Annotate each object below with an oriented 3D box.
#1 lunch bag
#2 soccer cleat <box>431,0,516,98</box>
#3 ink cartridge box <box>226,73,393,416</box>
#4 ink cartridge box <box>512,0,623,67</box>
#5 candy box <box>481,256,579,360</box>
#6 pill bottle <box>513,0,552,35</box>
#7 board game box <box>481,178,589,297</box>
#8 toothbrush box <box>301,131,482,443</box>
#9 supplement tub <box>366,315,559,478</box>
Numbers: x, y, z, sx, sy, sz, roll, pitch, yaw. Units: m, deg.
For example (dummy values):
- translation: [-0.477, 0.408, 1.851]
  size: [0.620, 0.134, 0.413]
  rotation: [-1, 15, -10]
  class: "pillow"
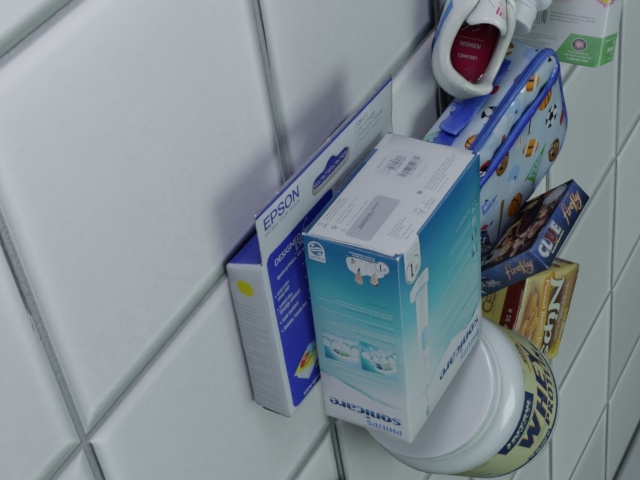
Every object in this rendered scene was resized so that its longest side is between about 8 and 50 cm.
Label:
- translation: [0.244, -0.133, 1.789]
  size: [0.303, 0.115, 0.243]
  rotation: [-54, 151, -21]
  class: "lunch bag"
- translation: [0.225, -0.345, 1.621]
  size: [0.143, 0.116, 0.331]
  rotation: [-118, -145, -72]
  class: "soccer cleat"
- translation: [0.000, 0.000, 1.473]
  size: [0.303, 0.072, 0.307]
  rotation: [-48, 142, -40]
  class: "ink cartridge box"
- translation: [0.388, -0.389, 1.921]
  size: [0.093, 0.154, 0.212]
  rotation: [-28, 127, -56]
  class: "ink cartridge box"
- translation: [0.349, 0.127, 2.143]
  size: [0.316, 0.087, 0.183]
  rotation: [-7, 112, -62]
  class: "candy box"
- translation: [0.291, -0.407, 1.763]
  size: [0.117, 0.117, 0.215]
  rotation: [32, 75, -63]
  class: "pill bottle"
- translation: [0.278, 0.012, 1.860]
  size: [0.042, 0.243, 0.165]
  rotation: [45, 52, -11]
  class: "board game box"
- translation: [0.095, 0.057, 1.473]
  size: [0.216, 0.126, 0.295]
  rotation: [-51, 145, -40]
  class: "toothbrush box"
- translation: [0.198, 0.220, 1.778]
  size: [0.325, 0.235, 0.235]
  rotation: [26, 80, -64]
  class: "supplement tub"
